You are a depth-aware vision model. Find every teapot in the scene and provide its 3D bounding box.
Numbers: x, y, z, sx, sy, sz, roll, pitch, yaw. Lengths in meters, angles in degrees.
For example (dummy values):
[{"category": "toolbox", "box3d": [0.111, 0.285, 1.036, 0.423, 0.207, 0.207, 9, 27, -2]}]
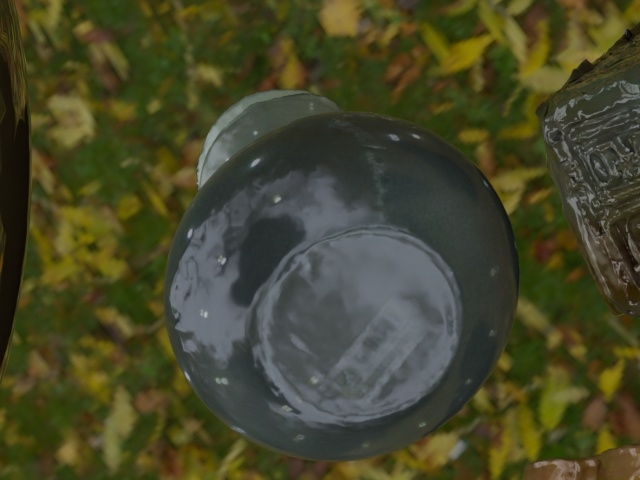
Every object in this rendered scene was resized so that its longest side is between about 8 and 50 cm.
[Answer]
[{"category": "teapot", "box3d": [0.000, 0.000, 1.023, 0.184, 0.251, 0.183, -3, 110, -8]}]

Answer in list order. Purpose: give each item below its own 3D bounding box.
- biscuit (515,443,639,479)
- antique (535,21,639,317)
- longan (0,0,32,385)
[{"category": "biscuit", "box3d": [0.193, 0.156, 1.079, 0.288, 0.202, 0.044, 119, 153, -75]}, {"category": "antique", "box3d": [0.245, -0.085, 1.215, 0.125, 0.284, 0.150, -18, 108, 31]}, {"category": "longan", "box3d": [-0.245, -0.014, 0.500, 0.361, 0.361, 0.361, 19, 126, 28]}]
